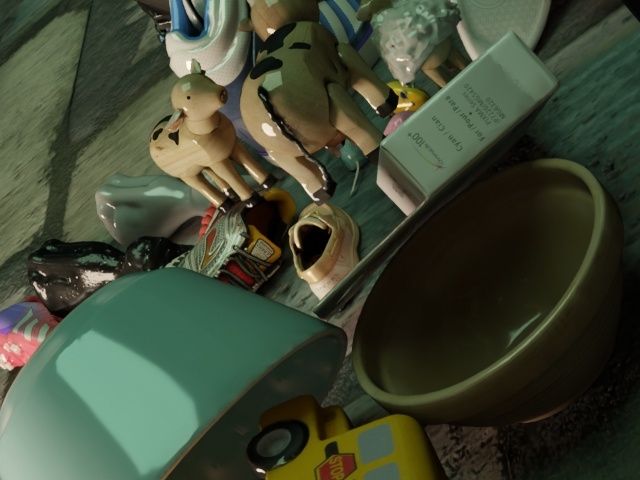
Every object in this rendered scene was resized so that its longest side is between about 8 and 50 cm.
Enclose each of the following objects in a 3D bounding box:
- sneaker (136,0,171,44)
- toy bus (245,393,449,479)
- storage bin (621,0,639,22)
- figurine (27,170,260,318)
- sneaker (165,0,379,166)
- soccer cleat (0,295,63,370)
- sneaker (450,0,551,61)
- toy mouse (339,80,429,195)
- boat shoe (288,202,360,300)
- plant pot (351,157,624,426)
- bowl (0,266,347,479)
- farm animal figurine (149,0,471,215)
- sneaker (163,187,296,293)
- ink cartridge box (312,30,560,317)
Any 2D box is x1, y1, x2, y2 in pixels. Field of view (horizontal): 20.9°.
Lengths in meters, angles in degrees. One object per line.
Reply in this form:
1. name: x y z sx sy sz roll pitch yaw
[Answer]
1. sneaker: -0.153 -0.269 2.058 0.139 0.341 0.125 -46 55 23
2. toy bus: 0.036 0.228 1.194 0.130 0.108 0.332 -23 29 6
3. storage bin: 0.301 -0.262 1.478 0.122 0.180 0.084 -29 31 31
4. figurine: -0.186 -0.006 1.932 0.209 0.092 0.215 -7 32 42
5. sneaker: -0.050 -0.264 1.941 0.130 0.236 0.322 -13 41 48
6. soccer cleat: -0.315 0.107 1.985 0.095 0.083 0.248 -50 23 -19
7. sneaker: 0.175 -0.276 1.803 0.105 0.147 0.295 -2 64 -3
8. toy mouse: 0.060 -0.110 1.789 0.143 0.031 0.161 -54 27 -17
9. boat shoe: 0.000 0.000 1.686 0.063 0.059 0.170 -40 26 11
10. plant pot: 0.147 0.059 1.323 0.237 0.110 0.237 -35 29 22
11. bowl: -0.138 0.142 1.384 0.311 0.163 0.311 -46 -14 -15
12. farm animal figurine: -0.033 -0.155 1.647 0.330 0.172 0.327 -42 20 8
13. sneaker: -0.095 0.025 1.761 0.093 0.088 0.225 -18 37 42
14. ink cartridge box: 0.074 -0.045 1.467 0.261 0.066 0.296 -42 -4 -2
